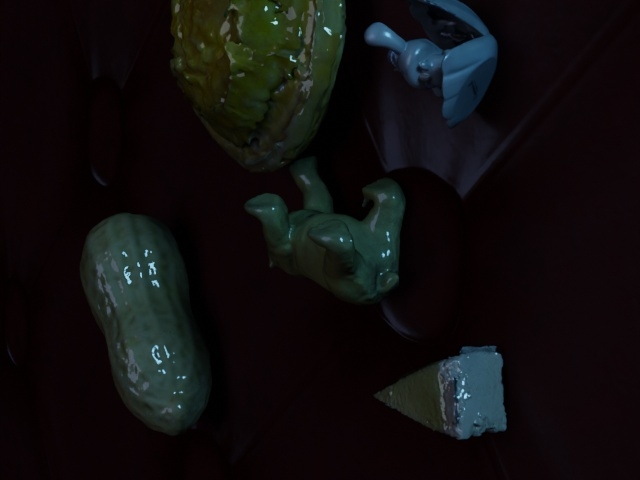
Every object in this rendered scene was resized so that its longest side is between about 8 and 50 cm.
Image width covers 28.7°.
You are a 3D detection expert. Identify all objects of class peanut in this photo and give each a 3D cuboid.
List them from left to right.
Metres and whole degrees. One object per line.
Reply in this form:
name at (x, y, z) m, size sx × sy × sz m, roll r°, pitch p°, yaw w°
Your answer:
peanut at (-0.186, 0.092, 1.358) m, size 0.123 × 0.124 × 0.256 m, roll -45°, pitch 59°, yaw 52°

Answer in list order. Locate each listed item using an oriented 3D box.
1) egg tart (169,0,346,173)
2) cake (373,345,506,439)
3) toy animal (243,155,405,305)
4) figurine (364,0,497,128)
egg tart at (-0.071, -0.204, 1.119) m, size 0.291 × 0.107 × 0.290 m, roll -9°, pitch 79°, yaw 60°
cake at (0.086, 0.122, 0.945) m, size 0.121 × 0.052 × 0.065 m, roll -27°, pitch 71°, yaw 57°
toy animal at (0.000, 0.000, 1.065) m, size 0.219 × 0.103 × 0.101 m, roll 20°, pitch 132°, yaw 54°
figurine at (0.083, -0.134, 0.910) m, size 0.086 × 0.094 × 0.082 m, roll 32°, pitch 82°, yaw 24°
